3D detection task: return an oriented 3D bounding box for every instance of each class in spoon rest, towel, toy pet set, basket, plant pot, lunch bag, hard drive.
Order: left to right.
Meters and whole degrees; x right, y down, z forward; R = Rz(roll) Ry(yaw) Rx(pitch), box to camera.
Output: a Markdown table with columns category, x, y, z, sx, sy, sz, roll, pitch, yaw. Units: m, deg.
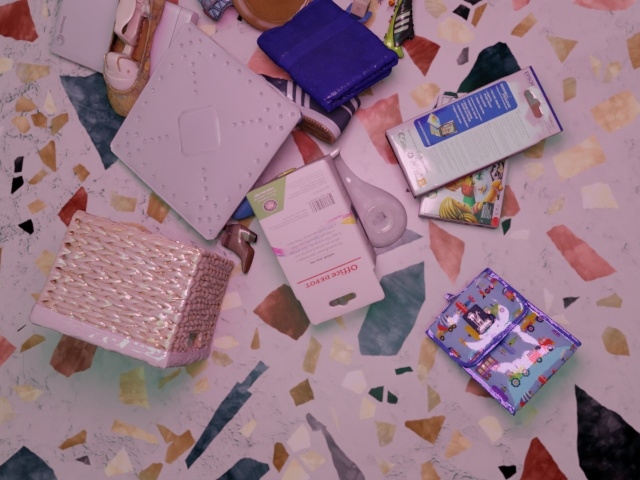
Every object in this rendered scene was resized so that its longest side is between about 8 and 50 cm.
| category | x | y | z | sx | sy | sz | roll | pitch | yaw |
| --- | --- | --- | --- | --- | --- | --- | --- | --- | --- |
| hard drive | -0.516 | -0.541 | 1.516 | 0.353 | 0.047 | 0.233 | 23 | 104 | 7 |
| basket | -0.414 | 0.117 | 1.350 | 0.331 | 0.328 | 0.266 | 16 | 84 | 7 |
| plant pot | -0.112 | -0.645 | 1.458 | 0.236 | 0.032 | 0.236 | -5 | 112 | -13 |
| towel | 0.016 | -0.453 | 1.412 | 0.228 | 0.076 | 0.308 | -36 | 60 | -8 |
| spoon rest | 0.107 | -0.107 | 1.445 | 0.137 | 0.084 | 0.276 | -36 | 97 | 3 |
| toy pet set | 0.121 | -0.604 | 1.490 | 0.122 | 0.065 | 0.114 | 27 | 54 | 4 |
| lunch bag | 0.413 | 0.223 | 1.373 | 0.293 | 0.138 | 0.221 | 43 | 92 | 19 |

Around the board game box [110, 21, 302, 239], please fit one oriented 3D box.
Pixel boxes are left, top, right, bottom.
| category | x | y | z | sx | sy | sz | roll | pitch | yaw |
| --- | --- | --- | --- | --- | --- | --- | --- | --- | --- |
| board game box | -0.289 | -0.267 | 1.435 | 0.390 | 0.050 | 0.390 | 41 | 105 | 13 |

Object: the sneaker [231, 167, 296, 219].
| category | x | y | z | sx | sy | sz | roll | pitch | yaw |
| --- | --- | --- | --- | --- | --- | --- | --- | --- | --- |
| sneaker | -0.127 | -0.098 | 1.461 | 0.209 | 0.069 | 0.082 | -31 | 86 | 2 |

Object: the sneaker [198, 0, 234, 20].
| category | x | y | z | sx | sy | sz | roll | pitch | yaw |
| --- | --- | --- | --- | --- | --- | --- | --- | --- | --- |
| sneaker | -0.190 | -0.652 | 1.509 | 0.262 | 0.104 | 0.125 | -24 | 112 | -4 |

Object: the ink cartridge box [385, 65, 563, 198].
| category | x | y | z | sx | sy | sz | roll | pitch | yaw |
| --- | --- | --- | --- | --- | --- | --- | --- | --- | --- |
| ink cartridge box | 0.357 | -0.252 | 1.373 | 0.371 | 0.069 | 0.175 | -24 | 82 | 7 |

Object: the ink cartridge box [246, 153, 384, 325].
| category | x | y | z | sx | sy | sz | roll | pitch | yaw |
| --- | --- | --- | --- | --- | --- | --- | --- | --- | --- |
| ink cartridge box | 0.000 | 0.000 | 1.380 | 0.207 | 0.119 | 0.353 | -23 | 100 | 13 |

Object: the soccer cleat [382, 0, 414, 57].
| category | x | y | z | sx | sy | sz | roll | pitch | yaw |
| --- | --- | --- | --- | --- | --- | --- | --- | --- | --- |
| soccer cleat | 0.211 | -0.551 | 1.471 | 0.072 | 0.060 | 0.179 | 20 | 94 | -3 |

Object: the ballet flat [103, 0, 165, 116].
| category | x | y | z | sx | sy | sz | roll | pitch | yaw |
| --- | --- | --- | --- | --- | --- | --- | --- | --- | --- |
| ballet flat | -0.477 | -0.481 | 1.436 | 0.123 | 0.123 | 0.348 | 22 | 104 | 7 |

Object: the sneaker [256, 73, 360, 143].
| category | x | y | z | sx | sy | sz | roll | pitch | yaw |
| --- | --- | --- | --- | --- | --- | --- | --- | --- | --- |
| sneaker | -0.031 | -0.371 | 1.460 | 0.282 | 0.099 | 0.153 | 36 | 77 | 17 |

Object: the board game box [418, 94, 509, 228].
| category | x | y | z | sx | sy | sz | roll | pitch | yaw |
| --- | --- | --- | --- | --- | --- | --- | --- | --- | --- |
| board game box | 0.360 | -0.194 | 1.428 | 0.193 | 0.053 | 0.305 | 9 | 87 | 7 |

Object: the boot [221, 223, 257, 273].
| category | x | y | z | sx | sy | sz | roll | pitch | yaw |
| --- | --- | --- | --- | --- | --- | --- | --- | --- | --- |
| boot | -0.212 | 0.017 | 1.479 | 0.087 | 0.042 | 0.118 | 14 | 86 | 13 |
